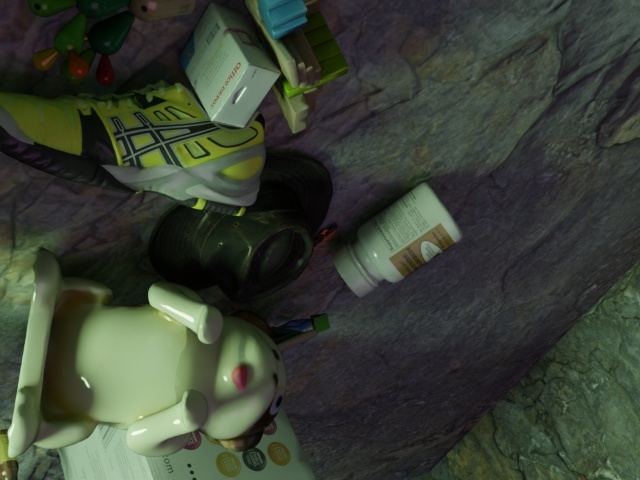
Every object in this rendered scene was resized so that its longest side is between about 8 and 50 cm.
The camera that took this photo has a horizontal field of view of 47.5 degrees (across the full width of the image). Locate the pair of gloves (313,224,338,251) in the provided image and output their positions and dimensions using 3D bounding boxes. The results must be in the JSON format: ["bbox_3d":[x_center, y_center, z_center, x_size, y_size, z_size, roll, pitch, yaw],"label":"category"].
[{"bbox_3d":[0.000,0.000,1.338,0.074,0.010,0.083,-43,172,18],"label":"pair of gloves"}]

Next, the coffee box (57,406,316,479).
[{"bbox_3d":[-0.278,0.442,1.457,0.334,0.337,0.338,2,136,-41],"label":"coffee box"}]

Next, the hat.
[{"bbox_3d":[-0.103,0.014,1.190,0.331,0.134,0.331,-22,148,-14],"label":"hat"}]

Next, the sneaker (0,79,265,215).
[{"bbox_3d":[-0.237,-0.136,0.902,0.385,0.145,0.147,9,101,-43],"label":"sneaker"}]

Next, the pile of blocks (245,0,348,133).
[{"bbox_3d":[-0.019,-0.276,0.830,0.113,0.149,0.362,-25,148,-7],"label":"pile of blocks"}]

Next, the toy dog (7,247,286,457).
[{"bbox_3d":[-0.252,0.219,1.143,0.408,0.284,0.395,9,154,-17],"label":"toy dog"}]

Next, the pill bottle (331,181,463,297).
[{"bbox_3d":[0.142,0.005,1.375,0.229,0.131,0.131,-35,148,9],"label":"pill bottle"}]

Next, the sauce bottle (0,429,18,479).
[{"bbox_3d":[-0.594,0.424,1.375,0.042,0.128,0.042,-20,149,-13],"label":"sauce bottle"}]

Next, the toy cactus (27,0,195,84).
[{"bbox_3d":[-0.212,-0.254,0.767,0.181,0.112,0.219,-16,139,-38],"label":"toy cactus"}]

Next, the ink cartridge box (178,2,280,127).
[{"bbox_3d":[-0.112,-0.209,0.873,0.052,0.122,0.088,7,134,-44],"label":"ink cartridge box"}]

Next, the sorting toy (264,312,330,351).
[{"bbox_3d":[-0.133,0.192,1.410,0.348,0.047,0.196,-18,-171,-41],"label":"sorting toy"}]
